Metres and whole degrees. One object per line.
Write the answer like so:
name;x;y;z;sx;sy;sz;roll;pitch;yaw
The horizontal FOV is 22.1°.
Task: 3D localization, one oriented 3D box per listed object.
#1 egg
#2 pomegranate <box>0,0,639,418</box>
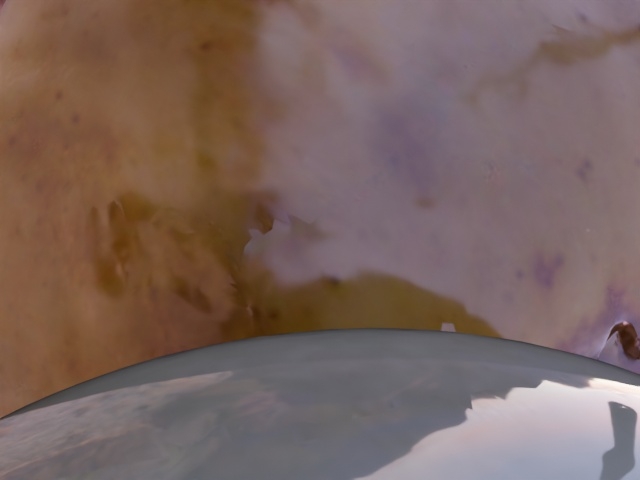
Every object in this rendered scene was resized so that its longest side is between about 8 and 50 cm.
egg;0.007;0.161;0.430;0.278;0.336;0.278;-17;90;-89
pomegranate;0.000;0.000;0.754;0.410;0.410;0.410;-4;90;-72
